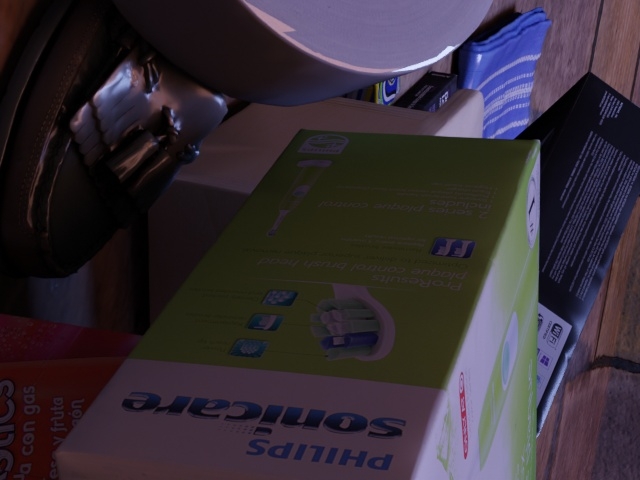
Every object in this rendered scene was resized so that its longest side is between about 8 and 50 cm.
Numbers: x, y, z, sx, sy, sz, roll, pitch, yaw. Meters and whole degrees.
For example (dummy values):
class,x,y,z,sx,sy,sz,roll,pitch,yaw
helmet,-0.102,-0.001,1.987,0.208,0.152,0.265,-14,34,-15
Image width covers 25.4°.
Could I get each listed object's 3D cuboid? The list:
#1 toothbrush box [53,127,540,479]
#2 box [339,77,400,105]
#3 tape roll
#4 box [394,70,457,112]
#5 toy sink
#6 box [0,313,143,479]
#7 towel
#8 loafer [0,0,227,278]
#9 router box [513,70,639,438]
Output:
class,x,y,z,sx,sy,sz,roll,pitch,yaw
toothbrush box,0.014,0.100,0.585,0.283,0.122,0.206,-56,146,-60
box,0.017,-0.164,0.925,0.054,0.059,0.169,-59,152,-50
tape roll,-0.011,-0.175,0.657,0.219,0.072,0.219,9,77,-41
box,0.077,-0.064,1.193,0.162,0.029,0.116,-49,145,-58
toy sink,0.000,0.000,0.857,0.234,0.131,0.153,-45,142,-57
box,-0.111,0.147,0.622,0.257,0.128,0.122,73,31,-52
towel,0.173,-0.058,1.450,0.243,0.040,0.336,-37,134,-62
loafer,-0.071,-0.094,0.676,0.096,0.084,0.267,74,33,-53
router box,0.122,0.049,1.086,0.309,0.081,0.243,-59,-172,-34
